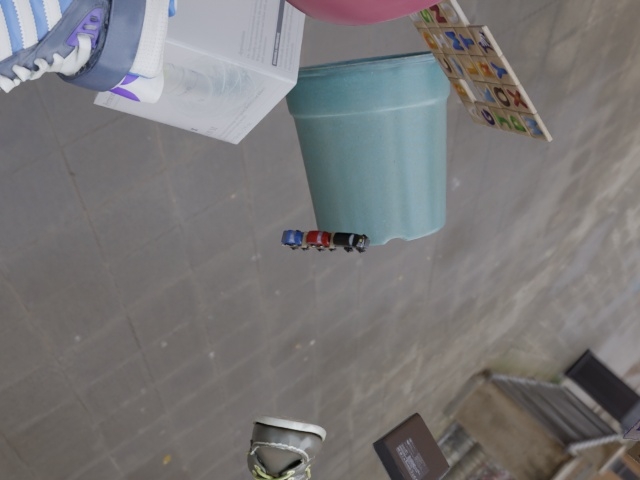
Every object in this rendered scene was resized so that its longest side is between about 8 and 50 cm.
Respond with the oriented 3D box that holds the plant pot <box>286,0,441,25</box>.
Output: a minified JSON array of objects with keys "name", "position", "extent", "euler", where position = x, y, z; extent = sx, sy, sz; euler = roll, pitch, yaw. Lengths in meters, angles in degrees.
[{"name":"plant pot","position":[-0.004,-0.218,0.317],"extent":[0.180,0.201,0.201],"euler":[28,105,-45]}]

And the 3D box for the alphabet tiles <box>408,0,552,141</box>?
[{"name":"alphabet tiles","position":[0.175,-0.227,0.957],"extent":[0.009,0.198,0.237],"euler":[-38,110,-2]}]

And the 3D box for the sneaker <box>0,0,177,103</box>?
[{"name":"sneaker","position":[-0.247,-0.165,0.713],"extent":[0.236,0.130,0.323],"euler":[38,65,-37]}]

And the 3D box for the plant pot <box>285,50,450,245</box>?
[{"name":"plant pot","position":[0.101,-0.180,1.516],"extent":[0.341,0.341,0.334],"euler":[-20,109,-40]}]

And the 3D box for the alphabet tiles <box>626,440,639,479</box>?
[{"name":"alphabet tiles","position":[0.566,0.304,1.044],"extent":[0.285,0.011,0.342],"euler":[-42,-164,-1]}]

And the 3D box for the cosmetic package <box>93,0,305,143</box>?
[{"name":"cosmetic package","position":[-0.171,-0.256,1.078],"extent":[0.224,0.138,0.224],"euler":[15,159,-22]}]

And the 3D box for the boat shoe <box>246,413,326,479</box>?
[{"name":"boat shoe","position":[-0.056,0.319,1.166],"extent":[0.305,0.109,0.091],"euler":[96,8,-69]}]

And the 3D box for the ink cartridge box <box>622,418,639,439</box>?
[{"name":"ink cartridge box","position":[0.263,0.035,0.350],"extent":[0.206,0.045,0.208],"euler":[-39,175,-14]}]

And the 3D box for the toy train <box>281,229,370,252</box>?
[{"name":"toy train","position":[0.000,0.000,1.093],"extent":[0.036,0.158,0.027],"euler":[22,76,-45]}]

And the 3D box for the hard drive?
[{"name":"hard drive","position":[0.128,0.299,1.087],"extent":[0.022,0.094,0.135],"euler":[-36,168,26]}]
